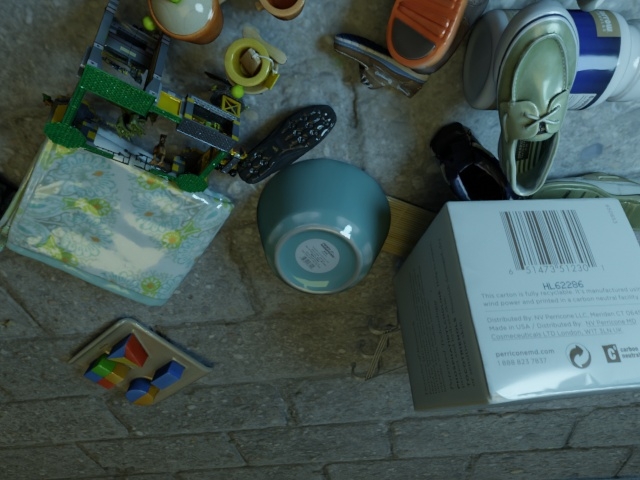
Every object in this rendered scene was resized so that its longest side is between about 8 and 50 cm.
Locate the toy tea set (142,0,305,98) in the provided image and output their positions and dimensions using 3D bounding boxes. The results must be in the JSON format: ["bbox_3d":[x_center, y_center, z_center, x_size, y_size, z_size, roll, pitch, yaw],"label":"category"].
[{"bbox_3d":[-0.097,-0.384,0.562,0.200,0.124,0.335,30,103,-5],"label":"toy tea set"}]

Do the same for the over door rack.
[{"bbox_3d":[0.258,0.287,1.173,0.325,0.108,0.239,-2,131,-16],"label":"over door rack"}]

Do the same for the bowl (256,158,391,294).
[{"bbox_3d":[0.000,0.000,0.877,0.313,0.163,0.311,3,127,3],"label":"bowl"}]

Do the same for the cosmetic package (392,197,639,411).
[{"bbox_3d":[0.366,0.150,0.805,0.330,0.326,0.393,-3,155,-5],"label":"cosmetic package"}]

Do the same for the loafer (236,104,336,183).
[{"bbox_3d":[-0.068,-0.191,0.800,0.223,0.078,0.076,-34,100,6],"label":"loafer"}]

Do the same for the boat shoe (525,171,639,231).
[{"bbox_3d":[0.572,-0.085,0.858,0.303,0.103,0.113,8,126,-6],"label":"boat shoe"}]

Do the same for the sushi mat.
[{"bbox_3d":[0.232,-0.011,0.975,0.317,0.019,0.151,18,126,-13],"label":"sushi mat"}]

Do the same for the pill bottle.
[{"bbox_3d":[0.388,-0.292,0.662,0.265,0.153,0.153,0,129,0],"label":"pill bottle"}]

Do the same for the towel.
[{"bbox_3d":[-0.428,-0.042,0.861,0.375,0.090,0.320,30,112,-28],"label":"towel"}]

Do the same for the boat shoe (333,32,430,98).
[{"bbox_3d":[0.101,-0.301,0.712,0.184,0.066,0.066,18,128,-14],"label":"boat shoe"}]

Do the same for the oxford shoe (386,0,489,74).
[{"bbox_3d":[0.216,-0.429,0.594,0.130,0.133,0.363,36,114,20],"label":"oxford shoe"}]

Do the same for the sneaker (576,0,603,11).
[{"bbox_3d":[0.433,-0.399,0.601,0.061,0.054,0.152,32,83,-34],"label":"sneaker"}]

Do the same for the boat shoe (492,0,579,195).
[{"bbox_3d":[0.318,-0.188,0.595,0.109,0.093,0.302,-11,144,16],"label":"boat shoe"}]

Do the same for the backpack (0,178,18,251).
[{"bbox_3d":[-0.736,-0.032,0.855,0.166,0.188,0.144,-27,124,19],"label":"backpack"}]

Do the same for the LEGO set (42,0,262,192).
[{"bbox_3d":[-0.287,-0.249,0.716,0.332,0.191,0.255,15,147,-29],"label":"LEGO set"}]

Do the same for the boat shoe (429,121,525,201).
[{"bbox_3d":[0.349,-0.075,0.832,0.127,0.158,0.341,-37,120,26],"label":"boat shoe"}]

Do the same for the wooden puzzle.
[{"bbox_3d":[-0.573,0.414,1.283,0.322,0.080,0.348,-35,121,25],"label":"wooden puzzle"}]
